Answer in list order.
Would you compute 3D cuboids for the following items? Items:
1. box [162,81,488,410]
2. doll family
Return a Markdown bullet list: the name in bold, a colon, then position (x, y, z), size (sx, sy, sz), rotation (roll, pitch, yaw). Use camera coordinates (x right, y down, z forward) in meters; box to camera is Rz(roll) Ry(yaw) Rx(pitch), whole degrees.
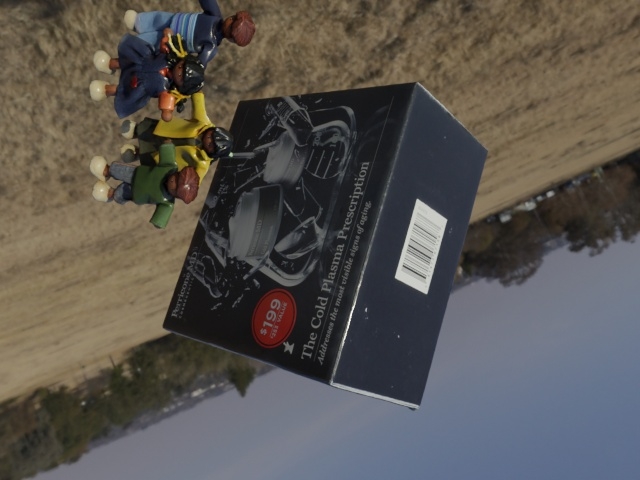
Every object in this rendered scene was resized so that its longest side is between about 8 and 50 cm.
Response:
- **box**: position (0.000, 0.000, 0.801), size (0.313, 0.343, 0.179), rotation (6, 165, 44)
- **doll family**: position (-0.111, -0.108, 0.477), size (0.111, 0.192, 0.076), rotation (4, -171, 27)
